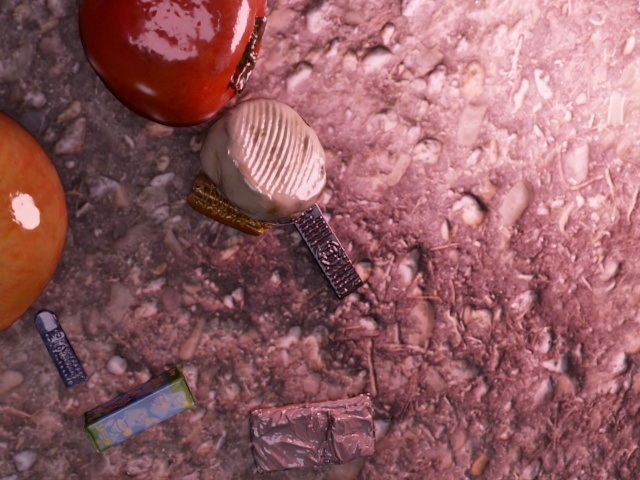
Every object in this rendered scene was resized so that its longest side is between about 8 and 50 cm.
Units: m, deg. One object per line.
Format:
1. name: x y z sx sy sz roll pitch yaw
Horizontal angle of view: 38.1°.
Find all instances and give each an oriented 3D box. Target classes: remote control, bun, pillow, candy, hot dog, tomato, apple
1. remote control: 0.000 0.000 1.767 0.063 0.025 0.245 -32 102 -10
2. bun: -0.101 -0.136 1.656 0.239 0.141 0.239 14 66 -33
3. pillow: -0.011 0.377 1.793 0.248 0.049 0.135 -5 101 -10
4. candy: -0.328 0.303 1.680 0.195 0.097 0.062 -26 100 -10
5. remote control: -0.469 0.193 1.671 0.044 0.027 0.152 -26 103 -16
6. hot dog: -0.164 -0.061 1.708 0.165 0.045 0.071 26 88 -15
7. tomato: -0.242 -0.357 1.544 0.290 0.293 0.325 23 95 -1
8. apple: -0.592 -0.030 1.454 0.392 0.346 0.391 -2 102 -11
